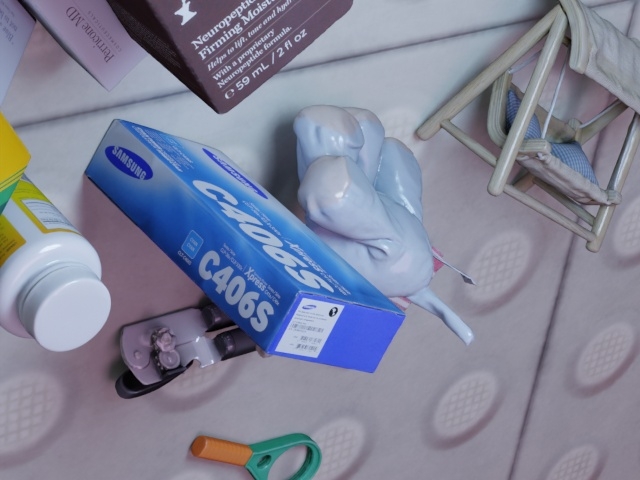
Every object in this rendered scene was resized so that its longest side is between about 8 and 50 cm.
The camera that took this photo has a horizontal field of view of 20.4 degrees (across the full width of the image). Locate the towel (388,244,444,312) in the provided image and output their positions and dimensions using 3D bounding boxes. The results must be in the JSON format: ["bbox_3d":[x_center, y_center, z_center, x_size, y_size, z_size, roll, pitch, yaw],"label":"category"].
[{"bbox_3d":[0.061,0.067,2.261,0.197,0.029,0.144,-49,141,6],"label":"towel"}]

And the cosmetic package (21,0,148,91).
[{"bbox_3d":[-0.202,-0.354,1.624,0.284,0.097,0.377,-45,141,-6],"label":"cosmetic package"}]

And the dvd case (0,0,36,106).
[{"bbox_3d":[-0.344,-0.144,1.569,0.180,0.022,0.253,52,49,-52],"label":"dvd case"}]

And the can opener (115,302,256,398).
[{"bbox_3d":[-0.119,0.109,2.112,0.280,0.074,0.093,-17,166,-30],"label":"can opener"}]

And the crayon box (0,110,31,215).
[{"bbox_3d":[-0.385,-0.103,1.608,0.278,0.081,0.165,61,43,-46],"label":"crayon box"}]

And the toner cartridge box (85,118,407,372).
[{"bbox_3d":[-0.081,0.002,1.825,0.165,0.348,0.075,16,109,-48],"label":"toner cartridge box"}]

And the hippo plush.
[{"bbox_3d":[0.000,0.000,2.043,0.236,0.234,0.294,-30,118,23],"label":"hippo plush"}]

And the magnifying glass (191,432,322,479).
[{"bbox_3d":[-0.081,0.282,2.307,0.231,0.026,0.092,21,106,-48],"label":"magnifying glass"}]

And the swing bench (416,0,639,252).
[{"bbox_3d":[0.299,-0.159,2.181,0.253,0.165,0.255,25,103,-49],"label":"swing bench"}]

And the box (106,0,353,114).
[{"bbox_3d":[-0.108,-0.258,1.583,0.168,0.167,0.203,-41,140,-7],"label":"box"}]

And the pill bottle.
[{"bbox_3d":[-0.294,0.016,1.749,0.117,0.215,0.117,-23,135,-26],"label":"pill bottle"}]
